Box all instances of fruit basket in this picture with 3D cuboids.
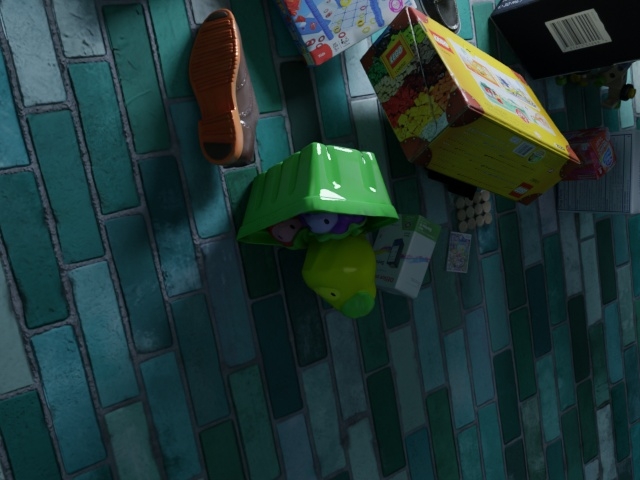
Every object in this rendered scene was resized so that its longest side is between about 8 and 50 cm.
[{"bbox_3d":[0.000,0.000,1.411,0.283,0.392,0.391,5,91,-32],"label":"fruit basket"}]

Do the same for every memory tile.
[{"bbox_3d":[0.479,-0.094,1.907,0.148,0.012,0.113,-16,102,-29],"label":"memory tile"}]

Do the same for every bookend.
[{"bbox_3d":[0.391,-0.195,1.797,0.157,0.156,0.072,52,59,-73],"label":"bookend"}]

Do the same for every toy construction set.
[{"bbox_3d":[0.961,-0.586,2.080,0.237,0.258,0.308,60,40,-40],"label":"toy construction set"}]

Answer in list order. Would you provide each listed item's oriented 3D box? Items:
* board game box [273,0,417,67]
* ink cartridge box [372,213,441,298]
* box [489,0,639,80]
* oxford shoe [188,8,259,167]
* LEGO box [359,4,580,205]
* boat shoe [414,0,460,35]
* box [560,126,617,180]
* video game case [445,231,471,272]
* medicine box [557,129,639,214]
[{"bbox_3d":[0.036,-0.635,1.495,0.308,0.086,0.302,-32,111,-6],"label":"board game box"},{"bbox_3d":[0.220,0.039,1.674,0.093,0.154,0.212,24,82,-31],"label":"ink cartridge box"},{"bbox_3d":[0.857,-0.776,1.809,0.297,0.480,0.471,44,72,-26],"label":"box"},{"bbox_3d":[-0.215,-0.347,1.418,0.133,0.130,0.363,4,84,-64],"label":"oxford shoe"},{"bbox_3d":[0.391,-0.334,1.584,0.500,0.193,0.372,13,45,-39],"label":"LEGO box"},{"bbox_3d":[0.316,-0.717,1.692,0.121,0.119,0.335,-41,113,-22],"label":"boat shoe"},{"bbox_3d":[0.781,-0.268,1.935,0.123,0.257,0.128,-34,110,-27],"label":"box"},{"bbox_3d":[0.427,0.037,1.886,0.087,0.011,0.122,7,90,-32],"label":"video game case"},{"bbox_3d":[0.949,-0.223,2.023,0.149,0.289,0.263,-4,96,-29],"label":"medicine box"}]
